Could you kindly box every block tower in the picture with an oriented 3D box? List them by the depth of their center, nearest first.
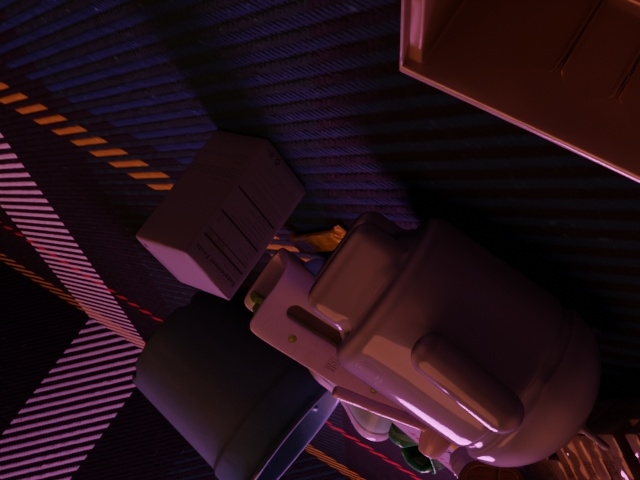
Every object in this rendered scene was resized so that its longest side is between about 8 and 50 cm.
[{"bbox_3d":[0.368,0.232,1.042,0.335,0.091,0.097,-21,98,57],"label":"block tower"}]

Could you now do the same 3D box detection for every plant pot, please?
[{"bbox_3d":[-0.168,0.291,1.849,0.334,0.341,0.341,38,162,14],"label":"plant pot"}]

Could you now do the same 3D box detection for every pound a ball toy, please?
[{"bbox_3d":[0.060,0.148,1.332,0.319,0.135,0.208,33,-173,-14],"label":"pound a ball toy"}]

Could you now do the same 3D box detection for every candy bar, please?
[{"bbox_3d":[0.000,0.000,1.301,0.040,0.018,0.161,44,159,-17],"label":"candy bar"}]

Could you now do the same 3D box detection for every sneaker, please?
[{"bbox_3d":[0.196,0.340,1.607,0.109,0.123,0.295,30,173,43],"label":"sneaker"},{"bbox_3d":[0.066,0.208,1.628,0.256,0.094,0.151,48,130,42],"label":"sneaker"}]

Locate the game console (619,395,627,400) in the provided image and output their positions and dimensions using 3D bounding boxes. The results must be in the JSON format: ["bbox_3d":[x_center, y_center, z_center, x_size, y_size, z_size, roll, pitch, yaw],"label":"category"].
[{"bbox_3d":[0.405,0.260,1.181,0.122,0.107,0.071,47,-162,-31],"label":"game console"}]

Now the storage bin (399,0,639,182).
[{"bbox_3d":[0.186,-0.151,0.478,0.262,0.123,0.260,29,161,16],"label":"storage bin"}]

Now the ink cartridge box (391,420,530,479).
[{"bbox_3d":[0.287,0.293,1.368,0.226,0.131,0.306,42,158,-23],"label":"ink cartridge box"}]

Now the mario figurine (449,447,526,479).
[{"bbox_3d":[0.223,0.405,1.250,0.170,0.198,0.320,21,159,26],"label":"mario figurine"}]

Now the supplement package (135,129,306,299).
[{"bbox_3d":[-0.123,-0.034,1.170,0.105,0.179,0.105,17,154,42],"label":"supplement package"}]

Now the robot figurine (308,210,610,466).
[{"bbox_3d":[0.160,0.113,1.035,0.353,0.199,0.300,35,-162,-1],"label":"robot figurine"}]
